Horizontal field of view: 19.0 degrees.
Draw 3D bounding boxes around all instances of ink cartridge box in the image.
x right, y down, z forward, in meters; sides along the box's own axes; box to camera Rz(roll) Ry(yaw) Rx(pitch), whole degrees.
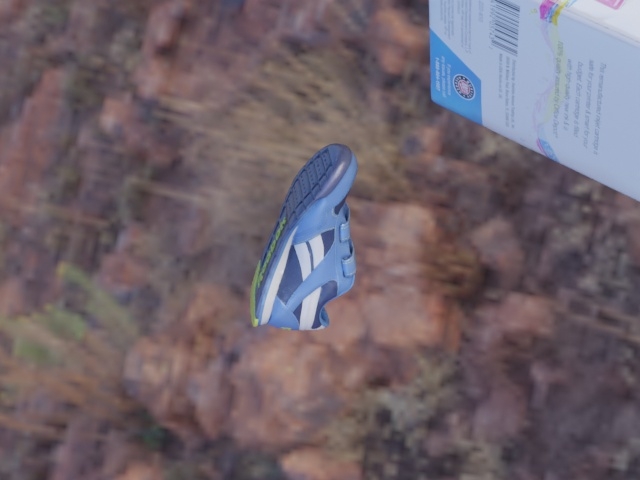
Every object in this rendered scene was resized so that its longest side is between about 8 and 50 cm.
[{"bbox_3d":[0.107,-0.075,0.766,0.122,0.052,0.088,30,148,25],"label":"ink cartridge box"}]

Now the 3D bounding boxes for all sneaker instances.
[{"bbox_3d":[0.000,0.000,1.266,0.053,0.059,0.144,-92,23,-57],"label":"sneaker"}]
